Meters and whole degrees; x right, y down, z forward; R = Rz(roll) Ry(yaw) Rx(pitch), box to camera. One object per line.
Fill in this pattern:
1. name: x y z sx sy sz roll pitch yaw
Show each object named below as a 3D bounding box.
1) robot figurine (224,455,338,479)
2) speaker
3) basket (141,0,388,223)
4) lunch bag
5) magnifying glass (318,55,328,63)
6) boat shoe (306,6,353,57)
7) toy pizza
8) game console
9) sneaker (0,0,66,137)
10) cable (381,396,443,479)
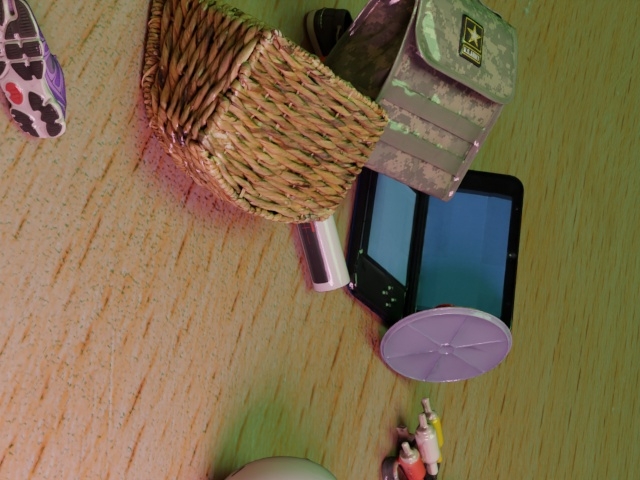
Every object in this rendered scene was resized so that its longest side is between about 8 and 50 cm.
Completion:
1. robot figurine: -0.045 0.400 1.516 0.209 0.173 0.278 2 83 -64
2. speaker: 0.000 0.000 1.774 0.055 0.055 0.136 -34 114 -56
3. basket: -0.101 -0.162 1.605 0.299 0.223 0.213 28 94 -54
4. lunch bag: 0.145 -0.232 1.798 0.235 0.169 0.287 21 104 -43
5. magnifying glass: 0.053 -0.261 1.848 0.231 0.026 0.092 -12 118 -32
6. boat shoe: 0.047 -0.259 1.890 0.206 0.065 0.075 62 34 -32
7. toy pizza: 0.191 0.154 1.927 0.201 0.201 0.032 48 31 -44
8. game console: 0.183 -0.016 1.965 0.250 0.173 0.293 39 51 -49
9. sneaker: -0.304 -0.185 1.301 0.170 0.068 0.071 82 9 -45
10. cable: 0.177 0.389 1.974 0.139 0.072 0.287 -55 130 -41
